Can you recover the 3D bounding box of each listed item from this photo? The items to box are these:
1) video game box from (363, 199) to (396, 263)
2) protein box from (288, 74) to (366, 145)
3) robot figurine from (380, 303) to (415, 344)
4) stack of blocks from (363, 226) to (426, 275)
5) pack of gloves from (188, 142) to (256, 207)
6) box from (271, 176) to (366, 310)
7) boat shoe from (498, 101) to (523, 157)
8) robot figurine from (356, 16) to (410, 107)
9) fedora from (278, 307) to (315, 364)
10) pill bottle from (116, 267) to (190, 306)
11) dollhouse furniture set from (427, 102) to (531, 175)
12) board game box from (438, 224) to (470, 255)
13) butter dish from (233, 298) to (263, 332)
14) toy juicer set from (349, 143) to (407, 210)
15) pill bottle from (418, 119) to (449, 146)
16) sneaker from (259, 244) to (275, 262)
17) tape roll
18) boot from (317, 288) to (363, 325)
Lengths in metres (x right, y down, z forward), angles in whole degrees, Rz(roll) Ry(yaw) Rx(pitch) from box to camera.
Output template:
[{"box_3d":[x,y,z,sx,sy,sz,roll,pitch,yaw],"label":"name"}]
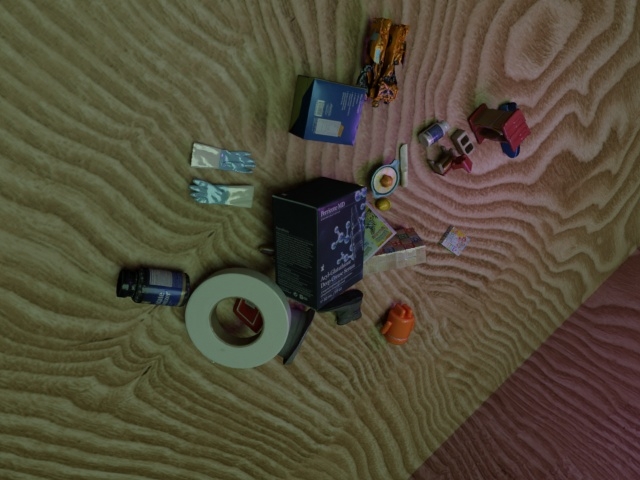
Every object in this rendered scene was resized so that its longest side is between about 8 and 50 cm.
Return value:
[{"box_3d":[0.165,-0.028,1.741,0.205,0.187,0.048,-47,167,24],"label":"video game box"},{"box_3d":[0.021,-0.449,1.522,0.201,0.136,0.199,0,113,-29],"label":"protein box"},{"box_3d":[0.382,0.419,2.156,0.158,0.128,0.219,-27,132,-59],"label":"robot figurine"},{"box_3d":[0.282,0.046,1.886,0.298,0.171,0.087,-12,120,-3],"label":"stack of blocks"},{"box_3d":[-0.338,-0.220,1.508,0.232,0.046,0.194,3,100,-33],"label":"pack of gloves"},{"box_3d":[0.000,0.000,1.619,0.294,0.212,0.395,-28,126,-45],"label":"box"},{"box_3d":[0.883,-0.500,1.993,0.089,0.109,0.258,-32,127,-16],"label":"boat shoe"},{"box_3d":[0.226,-0.622,1.562,0.211,0.085,0.290,-11,116,-42],"label":"robot figurine"},{"box_3d":[-0.133,0.373,1.820,0.125,0.243,0.275,24,109,-6],"label":"fedora"},{"box_3d":[-0.571,0.158,1.503,0.219,0.123,0.122,11,108,-32],"label":"pill bottle"},{"box_3d":[0.673,-0.395,1.868,0.374,0.201,0.152,-47,126,-2],"label":"dollhouse furniture set"},{"box_3d":[0.661,0.001,2.164,0.154,0.026,0.103,29,98,-36],"label":"board game box"},{"box_3d":[-0.243,0.255,1.734,0.118,0.160,0.159,-1,121,-55],"label":"butter dish"},{"box_3d":[0.275,-0.220,1.804,0.329,0.089,0.209,-37,125,-9],"label":"toy juicer set"},{"box_3d":[0.471,-0.444,1.815,0.120,0.067,0.067,-36,126,-8],"label":"pill bottle"},{"box_3d":[-0.162,0.074,1.720,0.186,0.070,0.083,15,100,-33],"label":"sneaker"},{"box_3d":[-0.304,0.292,1.630,0.393,0.072,0.391,1,107,5],"label":"tape roll"},{"box_3d":[0.087,0.324,1.978,0.247,0.083,0.161,-12,124,-22],"label":"boot"}]
